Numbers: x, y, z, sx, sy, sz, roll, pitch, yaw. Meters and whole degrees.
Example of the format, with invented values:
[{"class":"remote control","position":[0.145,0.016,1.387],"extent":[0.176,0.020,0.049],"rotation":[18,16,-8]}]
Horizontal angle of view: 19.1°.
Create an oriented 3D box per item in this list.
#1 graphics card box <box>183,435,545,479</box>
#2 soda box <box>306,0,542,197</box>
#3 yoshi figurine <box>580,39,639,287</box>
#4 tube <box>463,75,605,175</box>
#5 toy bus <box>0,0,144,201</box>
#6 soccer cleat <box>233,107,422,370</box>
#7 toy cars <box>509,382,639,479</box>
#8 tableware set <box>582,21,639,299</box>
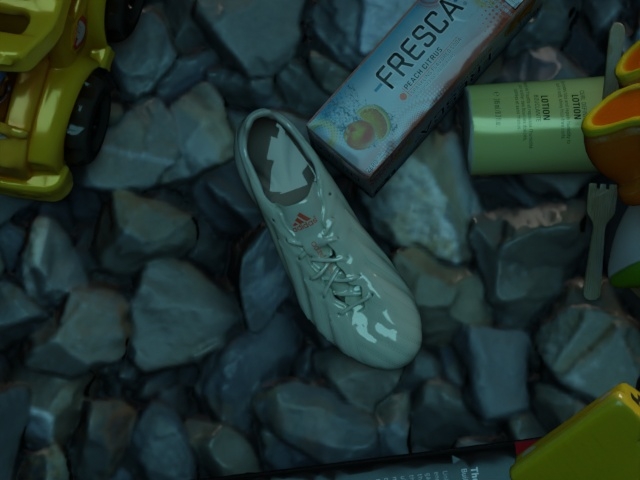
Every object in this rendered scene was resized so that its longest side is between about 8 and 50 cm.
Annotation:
[{"class":"graphics card box","position":[-0.016,0.259,1.191],"extent":[0.371,0.094,0.232],"rotation":[-8,80,0]},{"class":"soda box","position":[0.071,-0.119,1.272],"extent":[0.058,0.063,0.183],"rotation":[41,83,11]},{"class":"yoshi figurine","position":[0.317,0.032,1.133],"extent":[0.203,0.203,0.362],"rotation":[-34,107,-6]},{"class":"tube","position":[0.216,-0.080,1.264],"extent":[0.240,0.062,0.070],"rotation":[-2,108,-1]},{"class":"toy bus","position":[-0.206,-0.153,1.216],"extent":[0.149,0.211,0.220],"rotation":[14,82,3]},{"class":"soccer cleat","position":[0.000,0.000,1.246],"extent":[0.068,0.076,0.196],"rotation":[-32,80,-4]},{"class":"toy cars","position":[0.296,0.166,1.060],"extent":[0.394,0.087,0.176],"rotation":[8,117,2]},{"class":"tableware set","position":[0.240,-0.044,1.220],"extent":[0.128,0.039,0.194],"rotation":[3,105,-2]}]
